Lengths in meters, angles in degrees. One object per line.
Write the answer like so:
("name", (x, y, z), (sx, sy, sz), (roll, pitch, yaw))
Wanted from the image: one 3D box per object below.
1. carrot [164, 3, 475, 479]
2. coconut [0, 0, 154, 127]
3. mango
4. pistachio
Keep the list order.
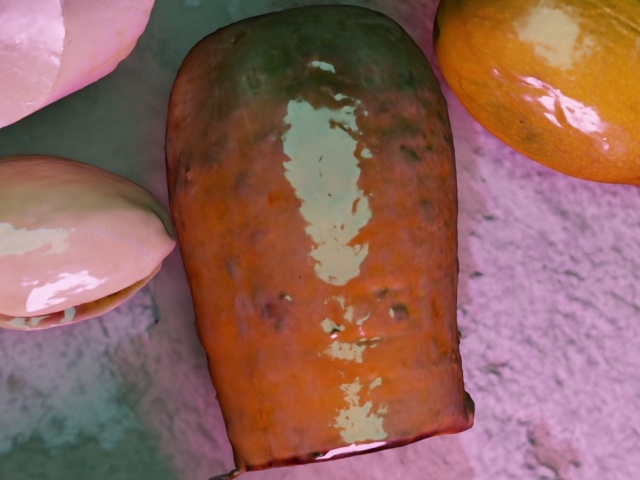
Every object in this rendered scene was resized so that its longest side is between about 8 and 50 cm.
("carrot", (0.000, 0.000, 1.441), (0.224, 0.224, 0.340), (-8, 87, -11))
("coconut", (-0.251, -0.203, 1.393), (0.259, 0.259, 0.259), (1, 87, -11))
("mango", (0.254, -0.134, 1.541), (0.359, 0.144, 0.187), (18, 95, -15))
("pistachio", (-0.214, -0.008, 1.453), (0.200, 0.117, 0.145), (-9, 68, -12))
